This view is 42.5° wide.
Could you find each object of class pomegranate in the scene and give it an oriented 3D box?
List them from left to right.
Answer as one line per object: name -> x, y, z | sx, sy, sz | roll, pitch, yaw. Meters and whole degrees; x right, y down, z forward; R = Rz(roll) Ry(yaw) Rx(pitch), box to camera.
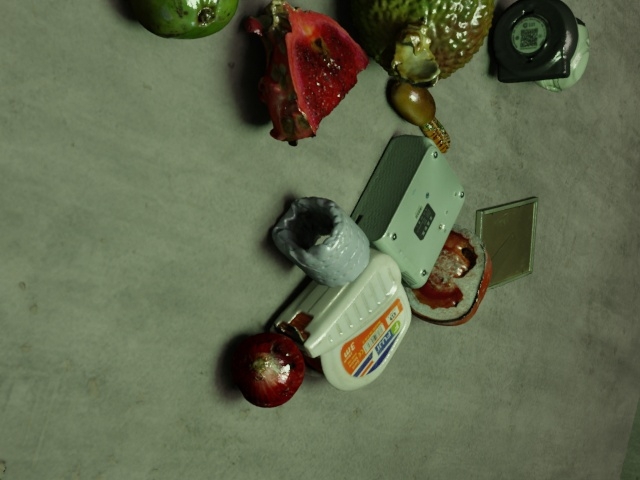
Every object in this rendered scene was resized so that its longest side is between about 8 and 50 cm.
pomegranate -> -0.194, -0.379, 1.150 | 0.152, 0.131, 0.191 | -13, 101, -44

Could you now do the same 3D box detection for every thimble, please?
thimble -> 0.003, 0.000, 1.444 | 0.127, 0.151, 0.118 | -53, 135, -9

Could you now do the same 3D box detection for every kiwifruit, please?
kiwifruit -> 0.187, -0.279, 1.654 | 0.124, 0.075, 0.075 | 38, 70, -42

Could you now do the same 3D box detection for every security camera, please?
security camera -> 0.537, -0.453, 1.934 | 0.277, 0.197, 0.191 | 2, 88, -56

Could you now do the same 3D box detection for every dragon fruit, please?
dragon fruit -> -0.047, -0.293, 1.353 | 0.212, 0.134, 0.262 | 63, 37, -21

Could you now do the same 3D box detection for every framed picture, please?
framed picture -> 0.472, 0.008, 2.091 | 0.289, 0.016, 0.213 | -14, 110, -47

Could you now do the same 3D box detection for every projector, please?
projector -> 0.182, -0.056, 1.671 | 0.198, 0.108, 0.250 | 47, 63, -45

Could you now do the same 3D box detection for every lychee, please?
lychee -> 0.185, -0.416, 1.476 | 0.320, 0.270, 0.270 | -40, 127, -27

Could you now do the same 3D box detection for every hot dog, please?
hot dog -> 0.249, -0.229, 1.762 | 0.122, 0.037, 0.049 | 43, 63, -47

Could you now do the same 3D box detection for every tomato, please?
tomato -> 0.279, 0.086, 1.795 | 0.214, 0.180, 0.155 | -64, 156, -5

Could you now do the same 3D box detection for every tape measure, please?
tape measure -> 0.047, 0.152, 1.555 | 0.258, 0.130, 0.265 | -49, 137, -26

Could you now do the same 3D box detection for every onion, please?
onion -> -0.090, 0.219, 1.411 | 0.131, 0.131, 0.131 | -14, 109, -47
